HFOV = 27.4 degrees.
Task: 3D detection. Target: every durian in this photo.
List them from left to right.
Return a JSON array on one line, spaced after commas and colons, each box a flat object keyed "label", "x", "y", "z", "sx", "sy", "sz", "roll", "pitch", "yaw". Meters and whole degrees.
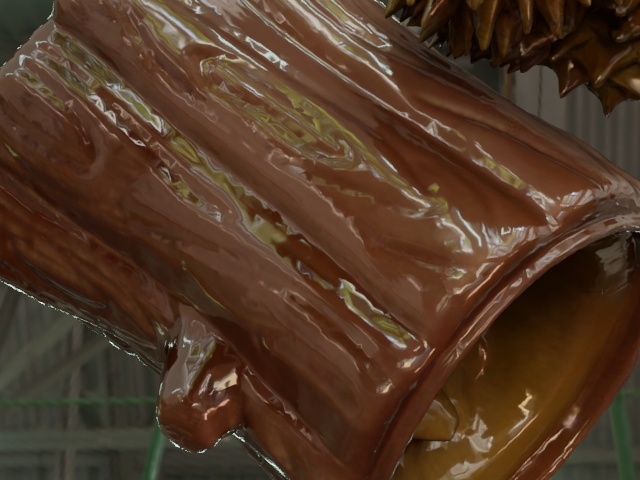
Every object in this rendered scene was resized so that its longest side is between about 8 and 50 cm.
[{"label": "durian", "x": 0.130, "y": -0.126, "z": 0.475, "sx": 0.139, "sy": 0.252, "sz": 0.144, "roll": 19, "pitch": -34, "yaw": 49}]

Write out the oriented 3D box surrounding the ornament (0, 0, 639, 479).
[{"label": "ornament", "x": 0.000, "y": 0.000, "z": 0.523, "sx": 0.218, "sy": 0.221, "sz": 0.235, "roll": 38, "pitch": -45, "yaw": 31}]
